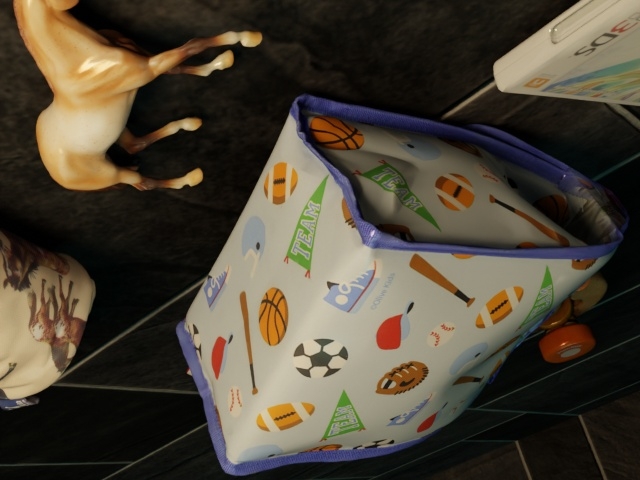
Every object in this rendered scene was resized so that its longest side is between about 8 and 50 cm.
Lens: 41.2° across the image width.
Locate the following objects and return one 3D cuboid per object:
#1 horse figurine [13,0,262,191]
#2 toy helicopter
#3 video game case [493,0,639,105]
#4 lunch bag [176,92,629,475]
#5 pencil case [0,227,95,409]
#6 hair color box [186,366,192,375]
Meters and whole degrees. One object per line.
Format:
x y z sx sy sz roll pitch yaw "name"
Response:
-0.160 -0.103 0.672 0.174 0.066 0.263 -8 152 -31 "horse figurine"
0.249 0.098 1.248 0.354 0.140 0.235 -11 152 -5 "toy helicopter"
0.374 -0.197 0.760 0.328 0.036 0.300 -1 164 -30 "video game case"
0.093 0.051 0.883 0.385 0.239 0.328 5 133 -32 "lunch bag"
-0.385 0.038 0.714 0.183 0.160 0.410 -38 150 11 "pencil case"
-0.117 0.193 1.248 0.141 0.043 0.072 26 142 -11 "hair color box"
